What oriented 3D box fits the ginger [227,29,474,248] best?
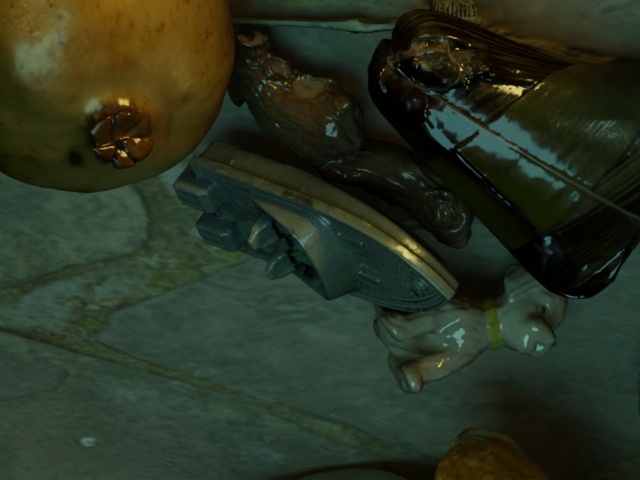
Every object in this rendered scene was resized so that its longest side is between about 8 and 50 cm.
[{"bbox_3d":[0.033,-0.095,1.438,0.290,0.084,0.122,37,143,4],"label":"ginger"}]

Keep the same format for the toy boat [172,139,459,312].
[{"bbox_3d":[0.000,0.000,1.442,0.319,0.092,0.141,21,151,36],"label":"toy boat"}]

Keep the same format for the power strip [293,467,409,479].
[{"bbox_3d":[0.013,0.412,1.628,0.357,0.357,0.161,-11,119,25],"label":"power strip"}]

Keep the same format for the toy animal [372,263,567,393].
[{"bbox_3d":[0.149,0.075,1.524,0.185,0.184,0.104,-23,100,-4],"label":"toy animal"}]

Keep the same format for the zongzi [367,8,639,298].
[{"bbox_3d":[0.236,-0.139,1.316,0.317,0.154,0.289,-38,111,19],"label":"zongzi"}]

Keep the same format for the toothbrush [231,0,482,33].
[{"bbox_3d":[0.007,-0.206,1.411,0.294,0.026,0.028,-1,104,19],"label":"toothbrush"}]

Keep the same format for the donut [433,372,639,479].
[{"bbox_3d":[0.324,0.294,1.496,0.435,0.163,0.377,-27,119,8],"label":"donut"}]

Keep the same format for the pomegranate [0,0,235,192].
[{"bbox_3d":[-0.224,-0.188,1.360,0.307,0.307,0.307,9,125,13],"label":"pomegranate"}]
